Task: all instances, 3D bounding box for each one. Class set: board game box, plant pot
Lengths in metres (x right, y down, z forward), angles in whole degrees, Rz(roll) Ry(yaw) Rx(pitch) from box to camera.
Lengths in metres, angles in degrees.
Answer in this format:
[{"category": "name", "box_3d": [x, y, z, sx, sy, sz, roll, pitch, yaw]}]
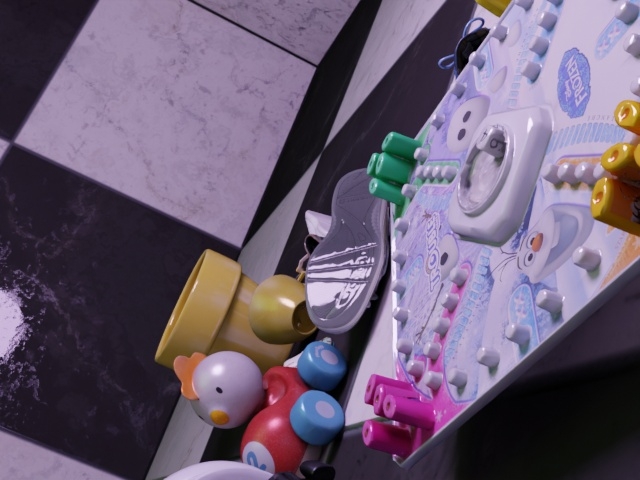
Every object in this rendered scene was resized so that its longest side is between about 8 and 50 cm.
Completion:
[{"category": "board game box", "box_3d": [0.141, -0.062, 0.684, 0.390, 0.050, 0.390, -86, 22, -43]}, {"category": "plant pot", "box_3d": [-0.053, 0.136, 1.470, 0.095, 0.134, 0.134, 9, 73, 54]}, {"category": "plant pot", "box_3d": [-0.181, 0.180, 1.630, 0.254, 0.239, 0.254, -60, 11, 20]}]

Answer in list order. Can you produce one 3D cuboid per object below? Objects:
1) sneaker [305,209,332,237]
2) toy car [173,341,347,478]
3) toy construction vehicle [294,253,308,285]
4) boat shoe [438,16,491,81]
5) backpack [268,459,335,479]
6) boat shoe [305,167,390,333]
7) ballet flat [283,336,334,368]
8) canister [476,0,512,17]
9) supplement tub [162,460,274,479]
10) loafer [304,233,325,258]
[{"category": "sneaker", "box_3d": [0.000, 0.000, 1.637, 0.212, 0.080, 0.094, -109, 34, -73]}, {"category": "toy car", "box_3d": [-0.115, 0.247, 1.161, 0.219, 0.237, 0.210, -59, 12, 30]}, {"category": "toy construction vehicle", "box_3d": [-0.038, 0.080, 1.718, 0.098, 0.035, 0.086, -61, 11, 16]}, {"category": "boat shoe", "box_3d": [0.227, -0.258, 1.076, 0.109, 0.089, 0.258, -64, 11, 3]}, {"category": "backpack", "box_3d": [-0.019, 0.350, 0.557, 0.263, 0.213, 0.276, -51, 9, 24]}, {"category": "boat shoe", "box_3d": [0.057, 0.022, 1.250, 0.118, 0.103, 0.320, -8, 44, 20]}, {"category": "ballet flat", "box_3d": [-0.044, 0.237, 1.312, 0.188, 0.070, 0.070, -64, 11, 3]}, {"category": "canister", "box_3d": [0.270, -0.320, 0.921, 0.073, 0.126, 0.170, -67, 13, -16]}, {"category": "supplement tub", "box_3d": [-0.141, 0.396, 0.950, 0.325, 0.235, 0.235, -47, 20, 58]}, {"category": "loafer", "box_3d": [0.013, 0.053, 1.402, 0.096, 0.084, 0.267, -62, 11, 11]}]
